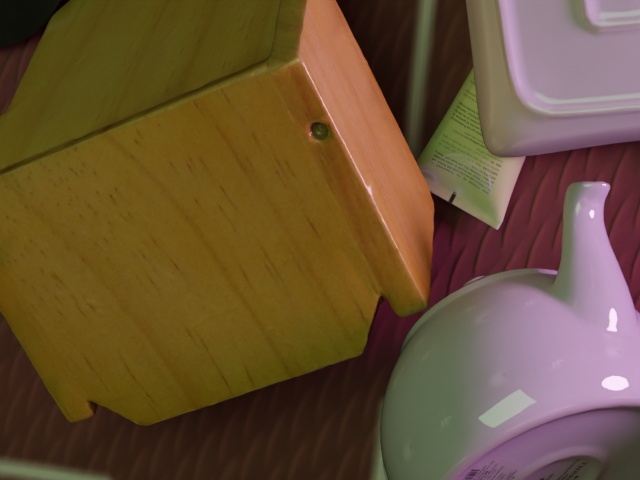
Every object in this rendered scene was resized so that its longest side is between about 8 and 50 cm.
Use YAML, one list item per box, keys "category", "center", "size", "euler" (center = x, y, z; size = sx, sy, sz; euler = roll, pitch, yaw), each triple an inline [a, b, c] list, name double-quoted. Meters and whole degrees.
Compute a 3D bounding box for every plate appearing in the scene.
- category: "plate"
  center: [0.237, -0.203, 1.424]
  size: [0.277, 0.045, 0.278]
  euler: [-4, 106, 20]

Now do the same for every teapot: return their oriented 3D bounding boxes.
- category: "teapot"
  center: [0.147, 0.112, 1.432]
  size: [0.256, 0.252, 0.187]
  euler: [-25, 55, 4]

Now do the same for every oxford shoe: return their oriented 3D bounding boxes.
- category: "oxford shoe"
  center: [-0.262, -0.247, 1.715]
  size: [0.212, 0.076, 0.076]
  euler: [-33, 112, 29]

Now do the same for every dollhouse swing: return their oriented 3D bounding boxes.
- category: "dollhouse swing"
  center: [-0.086, -0.075, 1.576]
  size: [0.347, 0.305, 0.315]
  euler: [-20, 108, 24]

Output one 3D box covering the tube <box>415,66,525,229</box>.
- category: "tube"
  center: [0.159, -0.136, 1.532]
  size: [0.240, 0.062, 0.070]
  euler: [-65, 29, 10]
